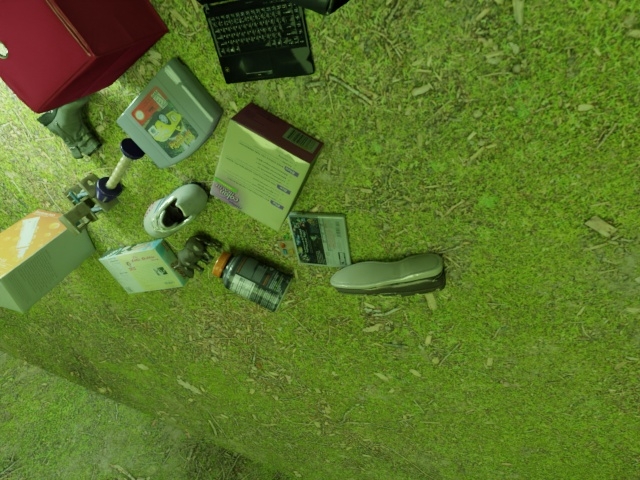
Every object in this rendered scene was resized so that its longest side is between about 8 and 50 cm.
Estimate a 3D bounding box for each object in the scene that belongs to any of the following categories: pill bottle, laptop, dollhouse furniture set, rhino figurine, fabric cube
[{"bbox_3d":[-0.226,0.125,1.314,0.245,0.130,0.131,27,132,0],"label":"pill bottle"},{"bbox_3d":[-0.162,-0.446,0.818,0.234,0.137,0.265,3,128,21],"label":"laptop"},{"bbox_3d":[-0.800,-0.109,1.320,0.129,0.184,0.129,-17,119,32],"label":"dollhouse furniture set"},{"bbox_3d":[-0.440,0.062,1.389,0.106,0.073,0.243,36,132,-14],"label":"rhino figurine"},{"bbox_3d":[-0.555,-0.476,0.871,0.258,0.259,0.254,-18,118,31],"label":"fabric cube"}]

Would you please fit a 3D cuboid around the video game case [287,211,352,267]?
[{"bbox_3d":[0.000,0.000,1.193,0.173,0.022,0.191,4,129,19],"label":"video game case"}]

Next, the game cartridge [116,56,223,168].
[{"bbox_3d":[-0.403,-0.319,1.079,0.294,0.060,0.196,-25,118,36],"label":"game cartridge"}]

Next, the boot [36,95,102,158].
[{"bbox_3d":[-0.702,-0.337,1.179,0.246,0.084,0.161,-11,129,36],"label":"boot"}]

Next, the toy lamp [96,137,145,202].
[{"bbox_3d":[-0.629,-0.208,1.246,0.080,0.080,0.274,43,128,-15],"label":"toy lamp"}]

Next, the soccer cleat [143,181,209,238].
[{"bbox_3d":[-0.481,-0.073,1.248,0.331,0.143,0.116,-27,113,37],"label":"soccer cleat"}]

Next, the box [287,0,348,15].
[{"bbox_3d":[-0.099,-0.544,0.480,0.471,0.480,0.298,24,133,3],"label":"box"}]

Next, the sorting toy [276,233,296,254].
[{"bbox_3d":[-0.109,0.014,1.254,0.061,0.012,0.083,0,128,22],"label":"sorting toy"}]

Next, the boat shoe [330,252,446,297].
[{"bbox_3d":[0.189,0.117,1.146,0.324,0.117,0.097,-11,122,19],"label":"boat shoe"}]

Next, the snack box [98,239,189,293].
[{"bbox_3d":[-0.669,0.104,1.524,0.321,0.060,0.187,-9,123,28],"label":"snack box"}]

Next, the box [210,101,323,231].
[{"bbox_3d":[-0.143,-0.184,1.037,0.213,0.117,0.243,29,132,-2],"label":"box"}]

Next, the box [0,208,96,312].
[{"bbox_3d":[-1.045,0.061,1.450,0.214,0.345,0.169,11,130,14],"label":"box"}]
